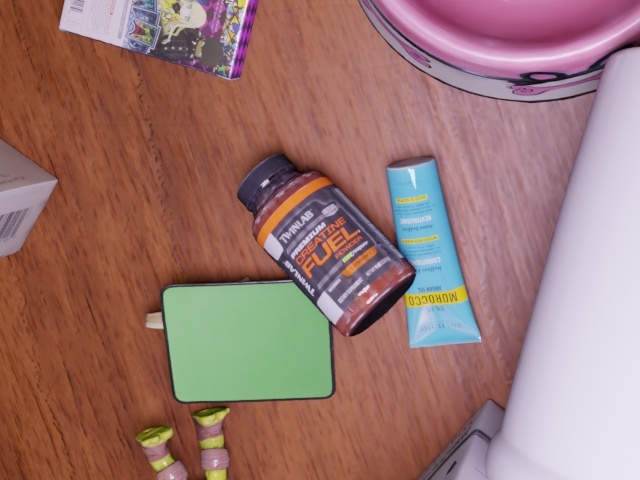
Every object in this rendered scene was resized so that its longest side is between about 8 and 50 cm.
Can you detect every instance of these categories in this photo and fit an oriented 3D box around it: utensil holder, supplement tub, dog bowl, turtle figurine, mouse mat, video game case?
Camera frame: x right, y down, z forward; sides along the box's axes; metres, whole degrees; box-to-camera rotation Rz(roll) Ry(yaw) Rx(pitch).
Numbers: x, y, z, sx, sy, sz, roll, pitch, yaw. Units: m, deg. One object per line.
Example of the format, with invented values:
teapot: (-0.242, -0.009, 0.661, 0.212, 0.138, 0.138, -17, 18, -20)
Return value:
utensil holder: (0.348, 0.061, 0.860, 0.328, 0.327, 0.385, 16, 94, 11)
supplement tub: (0.000, 0.000, 1.064, 0.198, 0.106, 0.106, 46, 108, 13)
dog bowl: (0.196, -0.330, 0.938, 0.408, 0.150, 0.407, 2, 101, 13)
turtle figurine: (-0.118, 0.307, 1.171, 0.270, 0.087, 0.217, -16, 93, -6)
mouse mat: (-0.080, 0.115, 1.134, 0.190, 0.007, 0.152, -2, 111, 4)
video game case: (-0.161, -0.312, 1.087, 0.210, 0.042, 0.232, 17, 104, 11)

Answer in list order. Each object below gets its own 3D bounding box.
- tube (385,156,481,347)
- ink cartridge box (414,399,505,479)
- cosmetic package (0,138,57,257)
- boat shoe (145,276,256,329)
tube: (0.115, 0.015, 1.080, 0.080, 0.052, 0.207, -6, 105, 27)
ink cartridge box: (0.134, 0.298, 1.008, 0.114, 0.273, 0.197, 40, 107, 8)
cosmetic package: (-0.478, -0.102, 1.148, 0.309, 0.160, 0.113, 35, 106, 5)
boat shoe: (-0.137, 0.071, 1.152, 0.135, 0.050, 0.045, -12, 94, 6)
